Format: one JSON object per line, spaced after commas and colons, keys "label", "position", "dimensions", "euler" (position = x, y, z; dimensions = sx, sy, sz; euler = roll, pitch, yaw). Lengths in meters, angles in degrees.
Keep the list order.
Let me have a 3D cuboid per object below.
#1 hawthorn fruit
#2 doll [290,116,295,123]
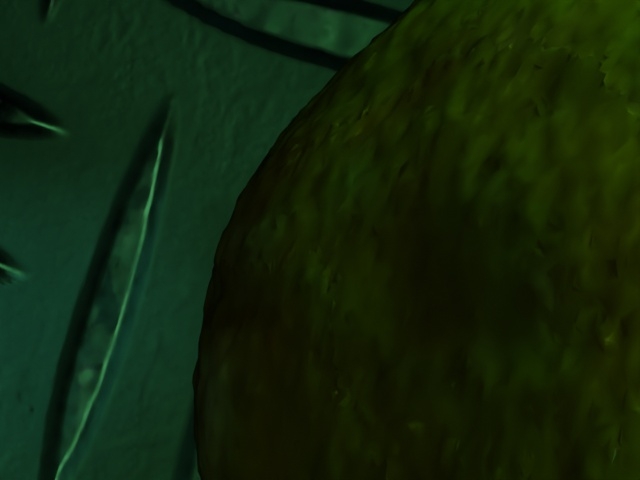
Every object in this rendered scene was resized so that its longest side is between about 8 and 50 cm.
{"label": "hawthorn fruit", "position": [0.176, 0.086, 0.577], "dimensions": [0.471, 0.472, 0.472], "euler": [-1, 87, 22]}
{"label": "doll", "position": [0.010, -0.003, 0.881], "dimensions": [0.078, 0.076, 0.113], "euler": [50, 138, 42]}
